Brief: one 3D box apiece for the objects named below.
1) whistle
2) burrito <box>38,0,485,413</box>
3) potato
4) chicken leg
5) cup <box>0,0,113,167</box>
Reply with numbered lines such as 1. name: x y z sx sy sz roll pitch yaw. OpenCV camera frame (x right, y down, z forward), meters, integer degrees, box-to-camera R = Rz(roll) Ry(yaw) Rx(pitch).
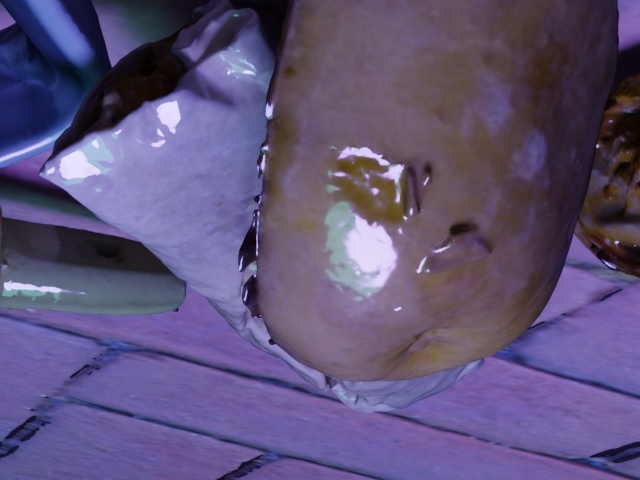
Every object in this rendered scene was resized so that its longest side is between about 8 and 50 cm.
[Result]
1. whistle: -0.215 -0.009 0.963 0.294 0.141 0.141 -7 163 -12
2. burrito: 0.000 0.000 0.883 0.117 0.076 0.392 -36 153 5
3. potato: 0.038 -0.024 0.685 0.098 0.138 0.243 18 155 15
4. chicken leg: 0.215 -0.014 0.797 0.251 0.087 0.107 10 -178 -21
5. cup: -0.275 -0.062 0.697 0.257 0.331 0.311 39 170 18
